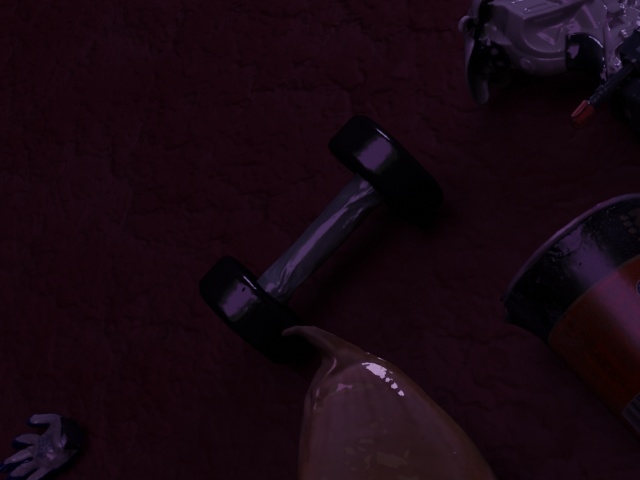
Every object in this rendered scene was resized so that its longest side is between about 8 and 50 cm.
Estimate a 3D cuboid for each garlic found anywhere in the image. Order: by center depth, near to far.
[{"bbox_3d":[0.038,0.182,0.644,0.145,0.164,0.245,-33,45,32],"label":"garlic"}]

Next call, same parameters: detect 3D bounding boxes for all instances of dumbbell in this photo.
[{"bbox_3d":[0.000,0.000,0.806,0.191,0.100,0.100,-46,51,1],"label":"dumbbell"}]

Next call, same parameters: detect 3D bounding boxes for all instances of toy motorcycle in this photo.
[{"bbox_3d":[0.194,-0.146,0.776,0.150,0.102,0.221,-42,50,-12],"label":"toy motorcycle"}]

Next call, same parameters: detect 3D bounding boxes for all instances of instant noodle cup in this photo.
[{"bbox_3d":[0.205,0.059,0.647,0.127,0.127,0.136,-38,60,7],"label":"instant noodle cup"}]

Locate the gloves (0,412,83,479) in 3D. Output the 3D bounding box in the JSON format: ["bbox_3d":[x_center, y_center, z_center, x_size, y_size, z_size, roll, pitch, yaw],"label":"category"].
[{"bbox_3d":[-0.248,0.184,0.899,0.086,0.026,0.064,-36,50,14],"label":"gloves"}]
